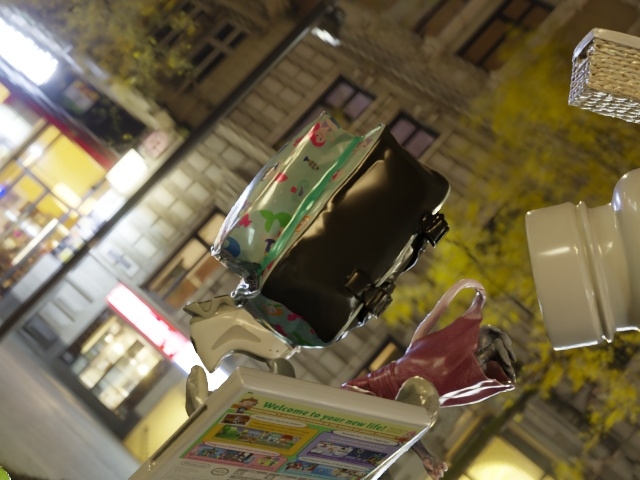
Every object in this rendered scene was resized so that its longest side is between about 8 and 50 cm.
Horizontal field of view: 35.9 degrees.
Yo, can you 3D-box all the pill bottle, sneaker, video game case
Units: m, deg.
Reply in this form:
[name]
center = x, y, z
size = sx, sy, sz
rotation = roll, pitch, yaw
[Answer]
[pill bottle]
center = 0.265, 0.007, 0.678
size = 0.131, 0.229, 0.131
rotation = -12, 90, -75
[sneaker]
center = -0.057, 0.145, 1.688
size = 0.122, 0.330, 0.146
rotation = 96, -21, -79
[video game case]
center = -0.038, 0.192, 0.887
size = 0.212, 0.193, 0.023
rotation = 19, 39, -35

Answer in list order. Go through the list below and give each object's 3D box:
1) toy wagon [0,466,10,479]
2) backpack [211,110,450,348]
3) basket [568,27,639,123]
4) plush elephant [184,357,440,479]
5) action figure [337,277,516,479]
[toy wagon]
center = -0.320, 0.278, 0.740
size = 0.068, 0.267, 0.344
rotation = 0, -41, 24
[backpack]
center = 0.000, 0.000, 1.040
size = 0.191, 0.225, 0.253
rotation = 37, -14, 2
[basket]
center = 0.489, -0.257, 1.577
size = 0.167, 0.103, 0.113
rotation = 15, -9, -1
[plush elephant]
center = -0.056, 0.269, 1.293
size = 0.255, 0.330, 0.272
rotation = 43, -33, 21
[action figure]
center = 0.122, 0.229, 1.573
size = 0.248, 0.370, 0.276
rotation = 46, 23, -54
